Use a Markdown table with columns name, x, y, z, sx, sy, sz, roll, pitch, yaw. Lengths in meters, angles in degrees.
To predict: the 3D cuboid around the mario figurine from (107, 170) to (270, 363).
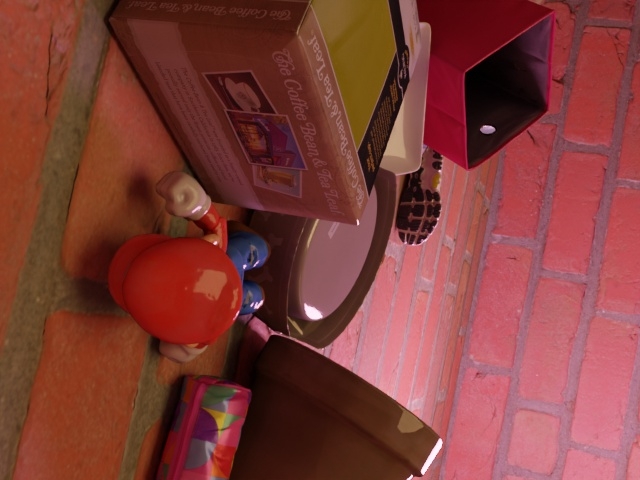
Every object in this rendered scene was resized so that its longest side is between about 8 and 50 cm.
| name | x | y | z | sx | sy | sz | roll | pitch | yaw |
| --- | --- | --- | --- | --- | --- | --- | --- | --- | --- |
| mario figurine | -0.164 | 0.036 | 0.935 | 0.198 | 0.170 | 0.320 | 64 | 9 | 4 |

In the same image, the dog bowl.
| name | x | y | z | sx | sy | sz | roll | pitch | yaw |
| --- | --- | --- | --- | --- | --- | --- | --- | --- | --- |
| dog bowl | 0.000 | 0.000 | 1.257 | 0.349 | 0.102 | 0.349 | -45 | 146 | -44 |

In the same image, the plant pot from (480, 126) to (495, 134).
| name | x | y | z | sx | sy | sz | roll | pitch | yaw |
| --- | --- | --- | --- | --- | --- | --- | --- | --- | --- |
| plant pot | 0.445 | -0.408 | 2.159 | 0.293 | 0.235 | 0.293 | 10 | 90 | -70 |

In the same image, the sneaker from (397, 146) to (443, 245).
| name | x | y | z | sx | sy | sz | roll | pitch | yaw |
| --- | --- | --- | --- | --- | --- | --- | --- | --- | --- |
| sneaker | 0.266 | -0.114 | 2.016 | 0.110 | 0.107 | 0.275 | 60 | 43 | -74 |

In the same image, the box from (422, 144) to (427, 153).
| name | x | y | z | sx | sy | sz | roll | pitch | yaw |
| --- | --- | --- | --- | --- | --- | --- | --- | --- | --- |
| box | 0.246 | -0.270 | 1.865 | 0.186 | 0.038 | 0.145 | -60 | 165 | 14 |

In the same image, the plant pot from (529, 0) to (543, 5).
| name | x | y | z | sx | sy | sz | roll | pitch | yaw |
| --- | --- | --- | --- | --- | --- | --- | --- | --- | --- |
| plant pot | 0.457 | -0.738 | 2.072 | 0.229 | 0.263 | 0.263 | 44 | 56 | -44 |

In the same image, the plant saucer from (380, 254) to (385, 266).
| name | x | y | z | sx | sy | sz | roll | pitch | yaw |
| --- | --- | --- | --- | --- | --- | --- | --- | --- | --- |
| plant saucer | 0.077 | -0.040 | 1.536 | 0.200 | 0.037 | 0.200 | -13 | 90 | -68 |

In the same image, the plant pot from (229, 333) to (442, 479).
| name | x | y | z | sx | sy | sz | roll | pitch | yaw |
| --- | --- | --- | --- | --- | --- | --- | --- | --- | --- |
| plant pot | -0.020 | 0.347 | 1.219 | 0.280 | 0.323 | 0.323 | -56 | 154 | -14 |

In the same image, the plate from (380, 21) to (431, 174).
| name | x | y | z | sx | sy | sz | roll | pitch | yaw |
| --- | --- | --- | --- | --- | --- | --- | --- | --- | --- |
| plate | 0.081 | -0.241 | 1.391 | 0.278 | 0.045 | 0.277 | -15 | 115 | -38 |

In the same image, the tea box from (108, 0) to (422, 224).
| name | x | y | z | sx | sy | sz | roll | pitch | yaw |
| --- | --- | --- | --- | --- | --- | --- | --- | --- | --- |
| tea box | -0.033 | -0.248 | 0.945 | 0.329 | 0.219 | 0.324 | 69 | 36 | -55 |

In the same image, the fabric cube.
| name | x | y | z | sx | sy | sz | roll | pitch | yaw |
| --- | --- | --- | --- | --- | --- | --- | --- | --- | --- |
| fabric cube | 0.287 | -0.346 | 1.594 | 0.254 | 0.258 | 0.259 | -37 | 141 | -20 |

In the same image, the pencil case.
| name | x | y | z | sx | sy | sz | roll | pitch | yaw |
| --- | --- | --- | --- | --- | --- | --- | --- | --- | --- |
| pencil case | -0.164 | 0.295 | 1.034 | 0.104 | 0.104 | 0.236 | 51 | 51 | -65 |
